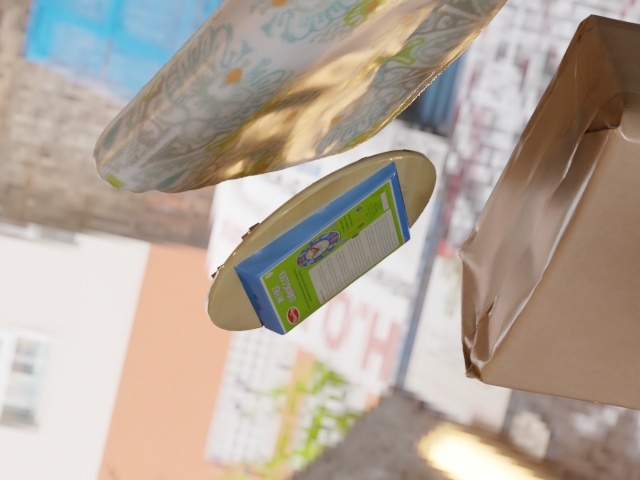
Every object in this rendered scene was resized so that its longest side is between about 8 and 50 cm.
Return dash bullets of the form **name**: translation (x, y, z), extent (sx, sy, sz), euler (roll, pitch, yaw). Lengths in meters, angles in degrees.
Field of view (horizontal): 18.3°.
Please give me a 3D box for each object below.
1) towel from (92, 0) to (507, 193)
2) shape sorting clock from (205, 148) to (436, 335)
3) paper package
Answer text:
- **towel**: translation (0.016, -0.170, 1.678), extent (0.090, 0.320, 0.374), euler (52, -151, 13)
- **shape sorting clock**: translation (0.000, 0.000, 1.505), extent (0.040, 0.206, 0.206), euler (50, -157, 20)
- **paper package**: translation (0.317, -0.006, 1.643), extent (0.324, 0.309, 0.168), euler (11, -137, -14)
